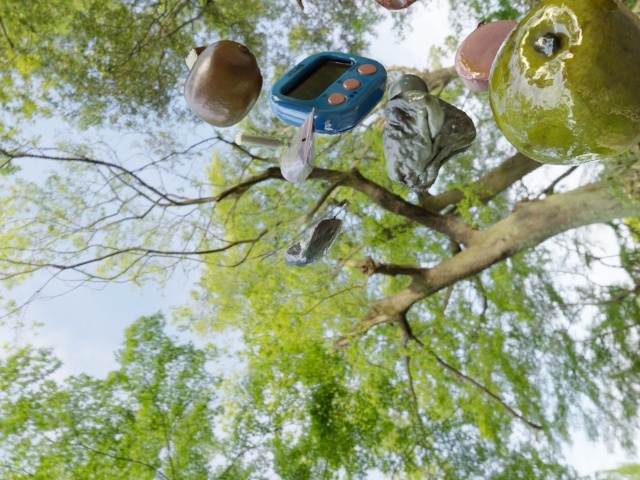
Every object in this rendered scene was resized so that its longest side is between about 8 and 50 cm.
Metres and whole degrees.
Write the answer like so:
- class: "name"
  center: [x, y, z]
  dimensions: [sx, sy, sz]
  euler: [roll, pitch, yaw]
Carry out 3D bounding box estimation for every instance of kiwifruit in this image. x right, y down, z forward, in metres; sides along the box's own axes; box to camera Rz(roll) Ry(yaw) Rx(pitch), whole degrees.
- class: "kiwifruit"
  center: [-0.261, -0.429, 1.207]
  dimensions: [0.196, 0.234, 0.196]
  euler: [28, -148, -19]

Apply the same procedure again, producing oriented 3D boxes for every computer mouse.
- class: "computer mouse"
  center: [0.000, 0.000, 1.689]
  dimensions: [0.167, 0.379, 0.090]
  euler: [-5, -125, -47]

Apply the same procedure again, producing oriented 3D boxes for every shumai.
- class: "shumai"
  center: [0.322, -0.298, 1.432]
  dimensions: [0.304, 0.310, 0.263]
  euler: [26, -97, -64]

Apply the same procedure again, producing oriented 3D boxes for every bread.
- class: "bread"
  center: [-0.367, -0.549, 1.367]
  dimensions: [0.070, 0.083, 0.076]
  euler: [-25, -88, -38]

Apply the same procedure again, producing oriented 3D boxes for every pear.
- class: "pear"
  center: [0.403, -0.247, 0.710]
  dimensions: [0.307, 0.253, 0.252]
  euler: [8, -106, -50]

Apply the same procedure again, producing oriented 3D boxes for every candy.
- class: "candy"
  center: [0.582, -0.632, 1.499]
  dimensions: [0.094, 0.255, 0.255]
  euler: [33, -123, -48]

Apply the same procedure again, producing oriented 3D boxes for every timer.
- class: "timer"
  center: [0.026, -0.464, 1.375]
  dimensions: [0.340, 0.309, 0.115]
  euler: [-50, -29, -29]

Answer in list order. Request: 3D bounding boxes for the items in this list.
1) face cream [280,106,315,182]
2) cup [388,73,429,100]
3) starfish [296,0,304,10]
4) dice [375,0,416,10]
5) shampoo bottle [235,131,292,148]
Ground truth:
- class: "face cream"
  center: [-0.052, -0.242, 1.221]
  dimensions: [0.096, 0.274, 0.154]
  euler: [13, -101, -9]
- class: "cup"
  center: [0.410, -0.679, 2.107]
  dimensions: [0.199, 0.199, 0.150]
  euler: [59, -149, -18]
- class: "starfish"
  center: [-0.089, -0.831, 1.266]
  dimensions: [0.299, 0.060, 0.302]
  euler: [-65, -37, -46]
- class: "dice"
  center: [0.202, -0.751, 1.184]
  dimensions: [0.179, 0.174, 0.174]
  euler: [11, -114, -38]
- class: "shampoo bottle"
  center: [-0.138, -0.245, 1.097]
  dimensions: [0.141, 0.049, 0.034]
  euler: [3, -89, -27]
